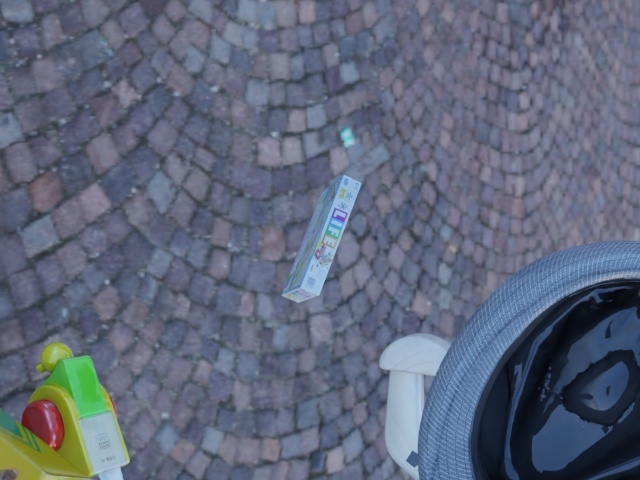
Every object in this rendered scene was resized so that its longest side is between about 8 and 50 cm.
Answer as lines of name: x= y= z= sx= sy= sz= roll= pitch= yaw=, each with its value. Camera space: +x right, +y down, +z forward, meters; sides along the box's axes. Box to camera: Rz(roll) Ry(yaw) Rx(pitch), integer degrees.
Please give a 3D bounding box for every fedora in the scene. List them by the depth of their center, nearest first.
fedora: x=0.203 y=0.130 z=0.716 sx=0.275 sy=0.244 sz=0.124 roll=-60 pitch=175 yaw=4

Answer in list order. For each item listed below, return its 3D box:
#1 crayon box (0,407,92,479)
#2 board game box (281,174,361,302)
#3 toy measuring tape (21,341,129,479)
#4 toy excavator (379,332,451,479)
crayon box: x=-0.395 y=0.312 z=1.122 sx=0.081 sy=0.318 sz=0.202 roll=30 pitch=84 yaw=-54
board game box: x=0.000 y=0.000 z=1.237 sx=0.026 sy=0.103 sz=0.154 roll=24 pitch=76 yaw=-11
toy measuring tape: x=-0.299 y=0.289 z=1.225 sx=0.121 sy=0.121 sz=0.330 roll=-6 pitch=70 yaw=-49
toy excavator: x=0.217 y=0.432 z=1.598 sx=0.433 sy=0.445 sz=0.222 roll=-60 pitch=167 yaw=8
